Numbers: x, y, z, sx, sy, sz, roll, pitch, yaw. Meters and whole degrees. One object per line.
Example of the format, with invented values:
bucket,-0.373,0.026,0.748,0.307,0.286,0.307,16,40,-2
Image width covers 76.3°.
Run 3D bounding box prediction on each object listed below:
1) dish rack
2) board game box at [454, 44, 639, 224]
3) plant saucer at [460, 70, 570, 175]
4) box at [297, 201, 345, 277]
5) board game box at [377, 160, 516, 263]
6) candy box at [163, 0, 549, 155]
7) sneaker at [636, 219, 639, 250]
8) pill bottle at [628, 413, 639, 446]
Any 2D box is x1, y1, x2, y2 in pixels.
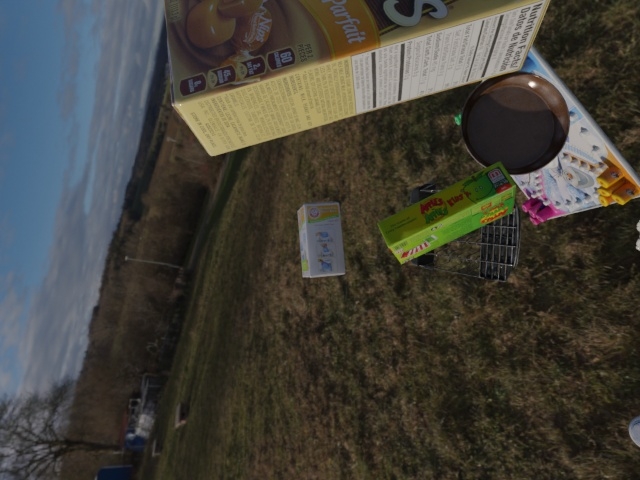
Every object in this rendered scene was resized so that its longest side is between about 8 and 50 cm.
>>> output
dish rack,0.310,-0.022,0.898,0.271,0.074,0.209,10,105,51
board game box,0.491,-0.221,0.961,0.390,0.050,0.390,55,180,5
plant saucer,0.311,-0.187,0.663,0.029,0.168,0.169,6,-85,-84
box,0.000,0.000,1.163,0.114,0.103,0.204,159,106,-76
board game box,0.181,-0.034,0.586,0.181,0.092,0.043,-27,64,13
candy box,0.017,-0.216,0.392,0.088,0.316,0.183,66,-171,-68
sneaker,0.836,-0.022,1.004,0.068,0.170,0.071,-38,40,1
pill bottle,0.955,0.554,1.178,0.094,0.169,0.094,-14,70,43
